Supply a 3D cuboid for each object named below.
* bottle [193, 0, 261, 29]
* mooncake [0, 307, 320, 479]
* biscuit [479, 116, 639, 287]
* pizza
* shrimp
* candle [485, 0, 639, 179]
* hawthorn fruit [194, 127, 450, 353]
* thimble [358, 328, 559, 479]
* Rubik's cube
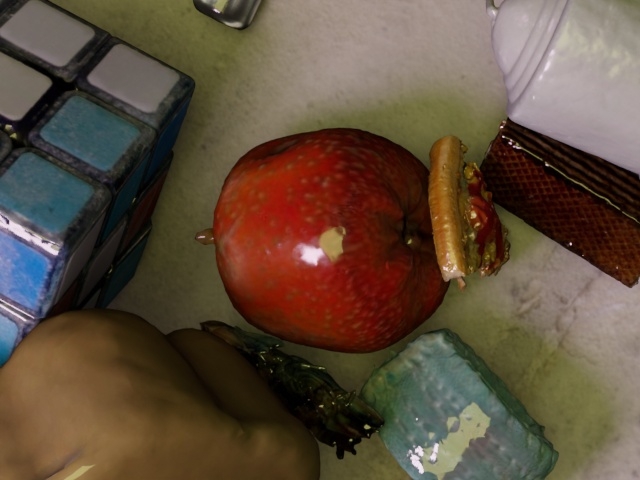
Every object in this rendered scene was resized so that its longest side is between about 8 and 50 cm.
[{"bbox_3d":[-0.066,-0.380,1.949,0.096,0.079,0.254,22,97,-31],"label":"bottle"},{"bbox_3d":[-0.237,0.287,1.709,0.467,0.467,0.262,-44,50,8],"label":"mooncake"},{"bbox_3d":[0.306,-0.049,1.881,0.252,0.070,0.106,33,141,6],"label":"biscuit"},{"bbox_3d":[0.185,-0.015,1.865,0.062,0.199,0.188,-11,66,23],"label":"pizza"},{"bbox_3d":[-0.048,0.150,1.863,0.178,0.289,0.075,36,92,-38],"label":"shrimp"},{"bbox_3d":[0.332,-0.196,1.799,0.342,0.221,0.221,21,95,-3],"label":"candle"},{"bbox_3d":[0.000,0.000,1.857,0.299,0.275,0.275,1,92,11],"label":"hawthorn fruit"},{"bbox_3d":[0.158,0.215,1.870,0.143,0.198,0.235,-44,93,6],"label":"thimble"},{"bbox_3d":[-0.389,-0.057,1.808,0.362,0.363,0.359,30,135,6],"label":"Rubik's cube"}]
